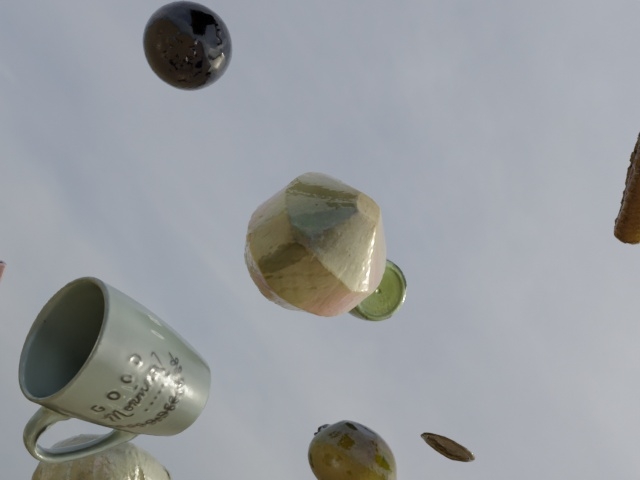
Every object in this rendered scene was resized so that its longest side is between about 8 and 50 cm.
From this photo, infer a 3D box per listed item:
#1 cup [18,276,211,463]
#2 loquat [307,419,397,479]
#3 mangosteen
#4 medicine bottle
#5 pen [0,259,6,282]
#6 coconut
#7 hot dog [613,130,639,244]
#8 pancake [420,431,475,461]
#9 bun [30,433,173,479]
[{"bbox_3d":[-0.304,0.215,1.279,0.234,0.258,0.186,39,-7,-39],"label":"cup"},{"bbox_3d":[0.066,0.432,1.735,0.195,0.152,0.152,37,-28,22],"label":"loquat"},{"bbox_3d":[-0.279,-0.423,1.916,0.194,0.230,0.194,3,-72,8],"label":"mangosteen"},{"bbox_3d":[0.099,0.100,1.967,0.147,0.147,0.143,53,-15,-20],"label":"medicine bottle"},{"bbox_3d":[-0.680,0.128,1.771,0.053,0.197,0.032,17,12,-44],"label":"pen"},{"bbox_3d":[0.000,0.000,1.553,0.259,0.259,0.259,31,-30,20],"label":"coconut"},{"bbox_3d":[0.672,-0.118,1.846,0.083,0.068,0.289,16,-60,19],"label":"hot dog"},{"bbox_3d":[0.237,0.384,1.652,0.115,0.011,0.115,25,-24,12],"label":"pancake"},{"bbox_3d":[-0.526,0.620,2.115,0.359,0.211,0.360,7,-44,7],"label":"bun"}]
